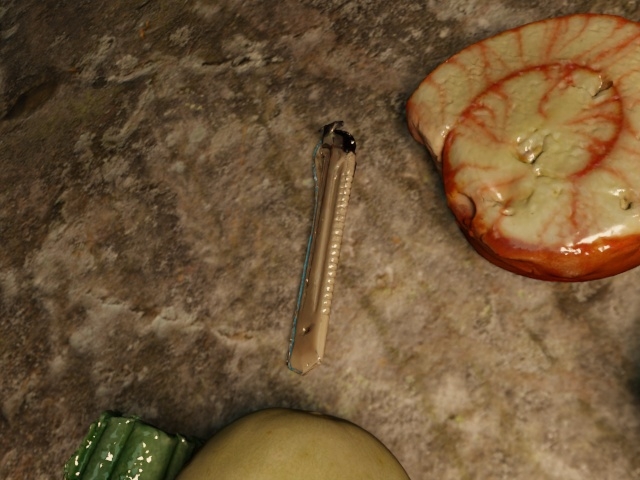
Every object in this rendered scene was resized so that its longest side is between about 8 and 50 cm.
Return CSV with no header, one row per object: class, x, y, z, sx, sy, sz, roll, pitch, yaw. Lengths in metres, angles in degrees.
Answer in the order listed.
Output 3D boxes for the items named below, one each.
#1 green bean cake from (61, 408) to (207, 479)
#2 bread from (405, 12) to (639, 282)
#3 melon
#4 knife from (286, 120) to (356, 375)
green bean cake,-0.214,0.256,0.683,0.193,0.208,0.107,8,65,27
bread,0.277,-0.114,0.700,0.295,0.114,0.328,-26,55,10
melon,-0.033,0.318,0.524,0.268,0.268,0.330,4,74,28
knife,0.005,0.002,0.816,0.089,0.043,0.366,-25,51,53
